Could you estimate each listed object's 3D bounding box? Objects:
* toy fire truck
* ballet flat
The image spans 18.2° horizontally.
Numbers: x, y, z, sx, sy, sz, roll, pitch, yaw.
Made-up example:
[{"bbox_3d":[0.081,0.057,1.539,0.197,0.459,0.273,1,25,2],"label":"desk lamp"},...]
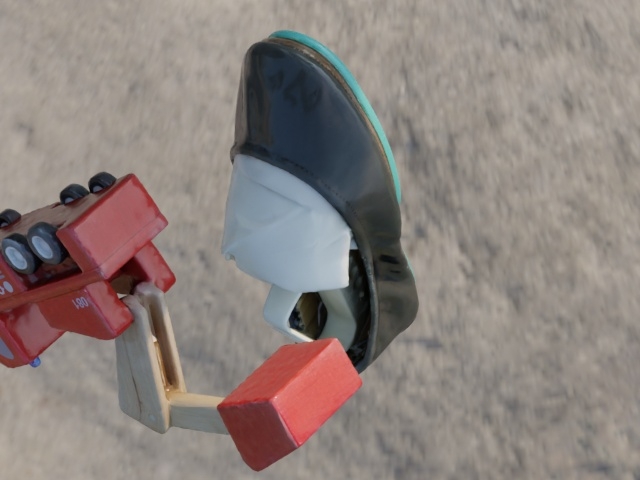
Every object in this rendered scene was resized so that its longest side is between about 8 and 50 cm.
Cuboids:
[{"bbox_3d":[-0.083,0.040,0.877,0.192,0.047,0.135,-17,111,52],"label":"toy fire truck"},{"bbox_3d":[0.000,0.000,1.122,0.095,0.096,0.280,23,157,26],"label":"ballet flat"}]
